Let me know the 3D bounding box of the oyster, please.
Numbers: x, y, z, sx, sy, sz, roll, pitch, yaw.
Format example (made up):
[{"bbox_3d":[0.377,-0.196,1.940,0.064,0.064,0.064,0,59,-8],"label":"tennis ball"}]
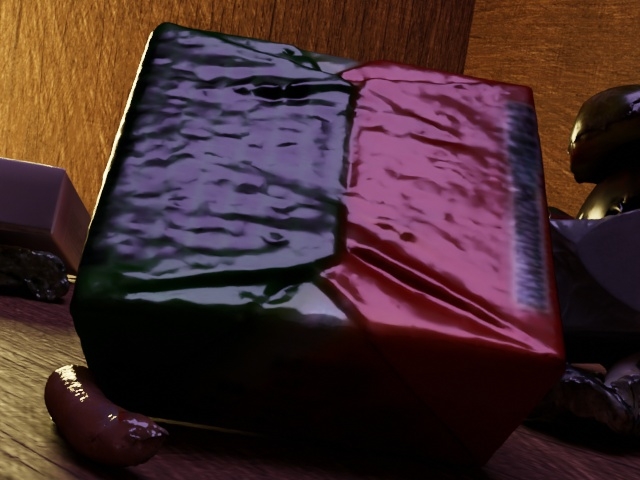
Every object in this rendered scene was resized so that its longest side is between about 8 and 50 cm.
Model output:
[{"bbox_3d":[0.272,0.146,1.231,0.198,0.092,0.259,9,-10,-1],"label":"oyster"}]

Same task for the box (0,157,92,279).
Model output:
[{"bbox_3d":[-0.443,-0.032,1.778,0.203,0.106,0.251,10,-15,2],"label":"box"}]

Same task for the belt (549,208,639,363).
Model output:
[{"bbox_3d":[0.254,0.051,1.279,0.339,0.122,0.217,-3,-17,32],"label":"belt"}]

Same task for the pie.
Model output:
[{"bbox_3d":[-0.462,0.020,1.574,0.303,0.066,0.302,10,-1,0],"label":"pie"}]

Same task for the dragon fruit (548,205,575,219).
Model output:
[{"bbox_3d":[0.306,0.077,1.774,0.234,0.233,0.293,9,-12,-13],"label":"dragon fruit"}]

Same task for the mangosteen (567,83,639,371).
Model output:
[{"bbox_3d":[0.471,-0.003,1.484,0.381,0.421,0.381,-9,5,1],"label":"mangosteen"}]

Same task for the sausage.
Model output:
[{"bbox_3d":[-0.145,0.112,0.813,0.047,0.040,0.177,9,2,-24],"label":"sausage"}]

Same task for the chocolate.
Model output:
[{"bbox_3d":[0.000,0.000,1.007,0.341,0.161,0.360,9,40,-3],"label":"chocolate"}]
